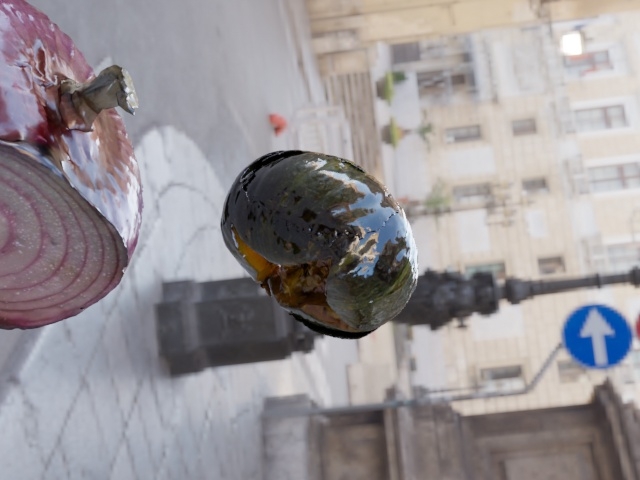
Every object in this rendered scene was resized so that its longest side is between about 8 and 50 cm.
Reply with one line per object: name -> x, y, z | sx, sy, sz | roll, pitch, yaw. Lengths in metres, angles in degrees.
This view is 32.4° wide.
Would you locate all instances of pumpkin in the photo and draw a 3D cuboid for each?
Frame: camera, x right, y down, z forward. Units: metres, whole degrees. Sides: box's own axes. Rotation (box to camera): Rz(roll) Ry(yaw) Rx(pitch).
pumpkin -> 0.000, 0.000, 1.640 | 0.192, 0.320, 0.320 | -57, 157, -24

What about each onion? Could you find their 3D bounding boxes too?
onion -> -0.261, -0.077, 0.893 | 0.256, 0.272, 0.230 | 82, -1, -48
